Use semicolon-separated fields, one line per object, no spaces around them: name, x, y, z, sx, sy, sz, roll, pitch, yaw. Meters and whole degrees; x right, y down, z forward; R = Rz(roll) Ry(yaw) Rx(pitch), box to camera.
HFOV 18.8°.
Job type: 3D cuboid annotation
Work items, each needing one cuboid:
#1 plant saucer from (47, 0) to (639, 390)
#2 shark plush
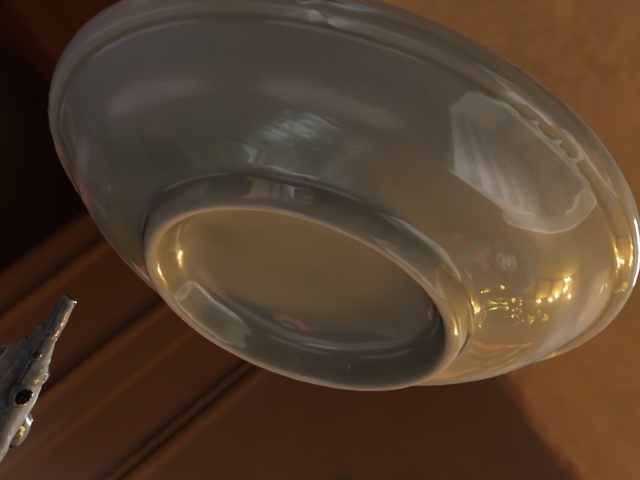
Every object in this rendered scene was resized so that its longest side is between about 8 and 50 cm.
plant saucer;0.000;0.000;1.241;0.401;0.100;0.400;15;-32;9
shark plush;-0.223;0.114;1.465;0.073;0.161;0.067;41;9;-22
